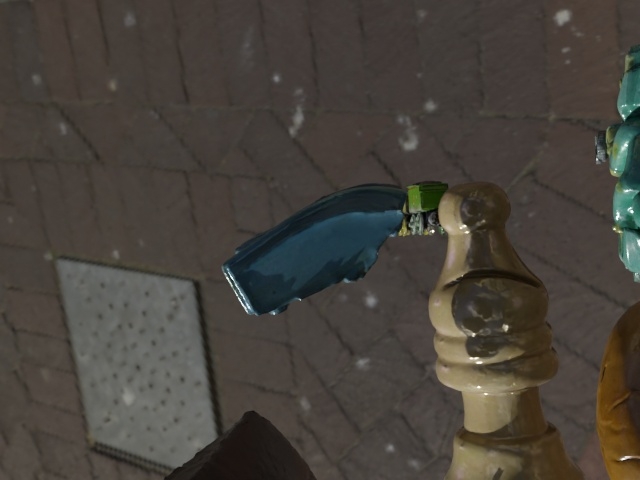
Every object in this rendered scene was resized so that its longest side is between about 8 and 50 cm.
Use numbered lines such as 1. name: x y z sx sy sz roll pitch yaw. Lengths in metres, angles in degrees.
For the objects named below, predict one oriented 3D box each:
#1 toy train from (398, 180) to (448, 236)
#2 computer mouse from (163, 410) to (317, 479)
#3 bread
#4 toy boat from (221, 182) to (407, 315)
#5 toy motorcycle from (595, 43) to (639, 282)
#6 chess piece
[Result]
1. toy train: 0.153 -0.046 1.640 0.202 0.060 0.081 174 93 -82
2. computer mouse: -0.054 0.233 0.772 0.087 0.295 0.168 -27 97 31
3. bread: 0.256 0.130 0.835 0.077 0.114 0.189 -6 63 36
4. toy boat: 0.000 0.000 1.306 0.109 0.237 0.098 62 180 -23
5. toy motorcycle: 0.368 -0.074 1.239 0.109 0.198 0.297 -2 94 16
6. chess piece: 0.147 0.102 0.934 0.124 0.139 0.307 -10 96 5
